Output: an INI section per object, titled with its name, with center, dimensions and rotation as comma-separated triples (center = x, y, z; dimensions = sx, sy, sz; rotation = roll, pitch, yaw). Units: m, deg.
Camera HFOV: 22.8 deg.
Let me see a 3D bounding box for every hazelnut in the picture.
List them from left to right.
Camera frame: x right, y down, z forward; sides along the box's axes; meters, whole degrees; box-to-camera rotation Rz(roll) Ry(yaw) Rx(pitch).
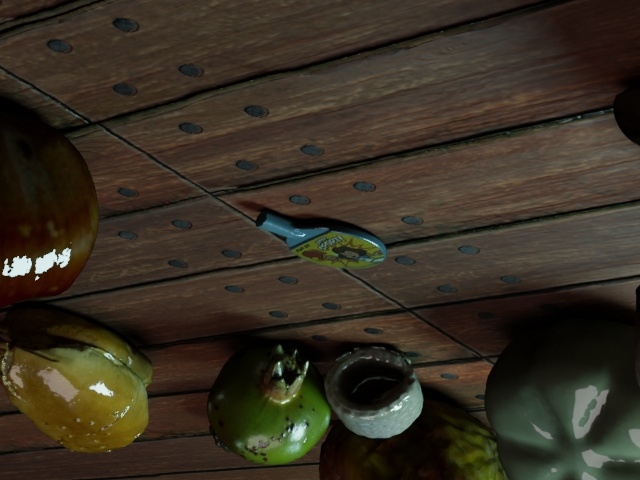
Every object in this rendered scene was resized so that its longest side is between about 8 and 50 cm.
[hazelnut]
center = -0.339, -0.034, 1.533
dimensions = 0.251, 0.217, 0.217
rotation = 6, 159, -19

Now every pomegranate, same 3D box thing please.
[pomegranate]
center = -0.062, 0.198, 2.017
dimensions = 0.159, 0.159, 0.205
rotation = 13, 147, -9

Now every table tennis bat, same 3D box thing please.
[table tennis bat]
center = 0.000, 0.000, 1.692
dimensions = 0.155, 0.019, 0.100
rotation = 21, 155, -31

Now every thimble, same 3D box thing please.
[thimble]
center = 0.068, 0.190, 2.004
dimensions = 0.115, 0.102, 0.090
rotation = -24, 152, 2

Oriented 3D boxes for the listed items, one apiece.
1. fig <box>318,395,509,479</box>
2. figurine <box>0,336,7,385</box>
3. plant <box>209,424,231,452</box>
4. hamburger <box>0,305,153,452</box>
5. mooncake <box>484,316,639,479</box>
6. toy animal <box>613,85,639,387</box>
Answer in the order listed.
[fig]
center = 0.186, 0.319, 2.173
dimensions = 0.368, 0.286, 0.286
rotation = -15, 172, -33
[figurine]
center = -0.473, 0.152, 2.148
dimensions = 0.140, 0.075, 0.068
rotation = 5, 160, 37
[plant]
center = -0.125, 0.263, 2.281
dimensions = 0.087, 0.085, 0.174
rotation = 32, 164, 8
[hamburger]
center = -0.308, 0.185, 2.073
dimensions = 0.156, 0.144, 0.283
rotation = -2, 152, 23
[mooncake]
center = 0.316, 0.215, 1.820
dimensions = 0.275, 0.135, 0.275
rotation = 17, 130, 22
[toy animal]
center = 0.334, -0.027, 1.278
dimensions = 0.194, 0.302, 0.344
rotation = 1, 132, 7
